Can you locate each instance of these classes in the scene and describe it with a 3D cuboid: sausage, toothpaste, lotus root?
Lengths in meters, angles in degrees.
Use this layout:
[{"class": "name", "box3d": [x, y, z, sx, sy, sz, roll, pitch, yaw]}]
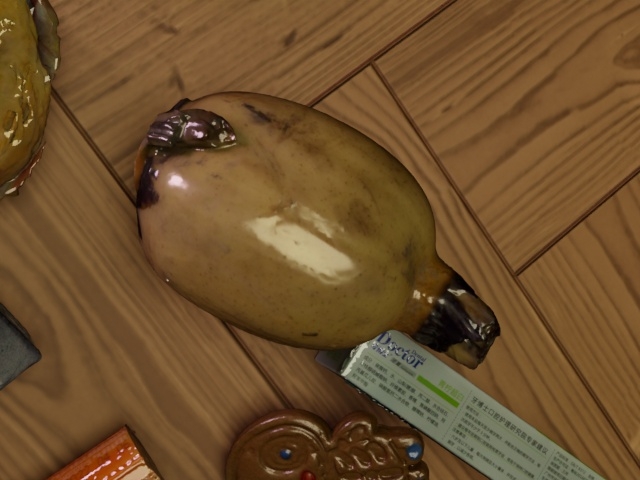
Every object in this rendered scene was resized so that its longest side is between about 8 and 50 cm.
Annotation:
[{"class": "sausage", "box3d": [-0.234, 0.241, 0.692, 0.234, 0.071, 0.071, -33, 100, -13]}, {"class": "toothpaste", "box3d": [0.151, 0.181, 0.802, 0.336, 0.081, 0.067, 37, 81, -14]}, {"class": "lotus root", "box3d": [0.000, 0.000, 0.686, 0.309, 0.183, 0.183, 26, 83, 3]}]

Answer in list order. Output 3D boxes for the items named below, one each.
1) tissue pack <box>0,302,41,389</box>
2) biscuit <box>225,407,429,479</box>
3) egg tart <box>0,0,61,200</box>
[{"class": "tissue pack", "box3d": [-0.300, 0.067, 0.650, 0.112, 0.051, 0.156, -38, 127, -11]}, {"class": "biscuit", "box3d": [0.003, 0.196, 0.745, 0.175, 0.026, 0.124, -8, 114, 9]}, {"class": "egg tart", "box3d": [-0.338, -0.135, 0.633, 0.297, 0.132, 0.297, -7, 108, -21]}]
